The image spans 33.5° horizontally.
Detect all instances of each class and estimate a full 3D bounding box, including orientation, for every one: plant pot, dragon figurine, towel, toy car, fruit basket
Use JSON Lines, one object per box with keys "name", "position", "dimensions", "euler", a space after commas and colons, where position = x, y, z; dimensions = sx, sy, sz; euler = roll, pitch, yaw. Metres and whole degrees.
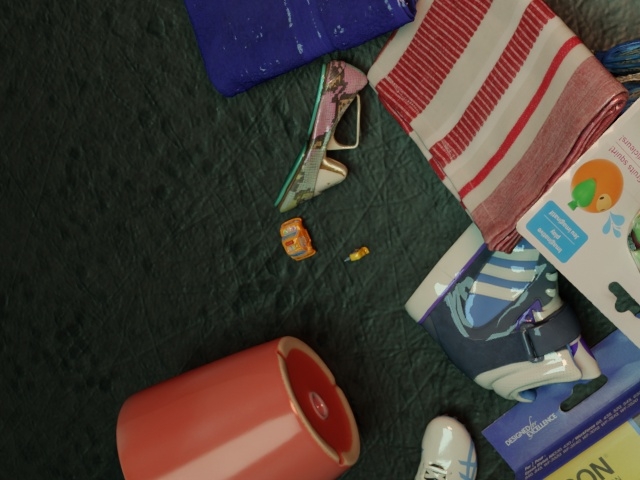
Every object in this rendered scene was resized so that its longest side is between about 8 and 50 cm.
{"name": "plant pot", "position": [-0.097, 0.270, 1.440], "dimensions": [0.243, 0.275, 0.275], "euler": [-31, 92, 16]}
{"name": "dragon figurine", "position": [0.359, -0.184, 1.185], "dimensions": [0.289, 0.144, 0.085], "euler": [-5, 103, 23]}
{"name": "towel", "position": [0.181, -0.178, 1.208], "dimensions": [0.329, 0.037, 0.237], "euler": [58, 132, 34]}
{"name": "toy car", "position": [0.000, 0.000, 1.436], "dimensions": [0.122, 0.040, 0.060], "euler": [-2, 104, 23]}
{"name": "towel", "position": [-0.034, -0.329, 1.329], "dimensions": [0.308, 0.076, 0.227], "euler": [-17, 90, 33]}
{"name": "fruit basket", "position": [0.431, -0.037, 1.098], "dimensions": [0.327, 0.165, 0.353], "euler": [42, 91, -19]}

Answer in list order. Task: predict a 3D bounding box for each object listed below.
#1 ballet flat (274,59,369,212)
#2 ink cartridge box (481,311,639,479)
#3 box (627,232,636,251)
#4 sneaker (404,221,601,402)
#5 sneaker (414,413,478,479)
{"name": "ballet flat", "position": [0.008, -0.125, 1.388], "dimensions": [0.079, 0.077, 0.221], "euler": [19, 111, -5]}
{"name": "ink cartridge box", "position": [0.405, 0.288, 1.341], "dimensions": [0.307, 0.072, 0.303], "euler": [47, 116, 2]}
{"name": "box", "position": [0.390, -0.030, 1.247], "dimensions": [0.102, 0.087, 0.101], "euler": [23, 112, 14]}
{"name": "sneaker", "position": [0.278, 0.052, 1.293], "dimensions": [0.236, 0.130, 0.323], "euler": [41, 115, 5]}
{"name": "sneaker", "position": [0.158, 0.351, 1.447], "dimensions": [0.085, 0.086, 0.237], "euler": [14, 108, 20]}
